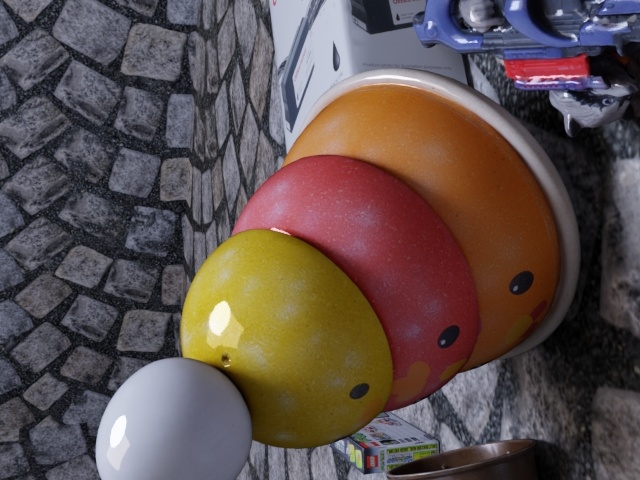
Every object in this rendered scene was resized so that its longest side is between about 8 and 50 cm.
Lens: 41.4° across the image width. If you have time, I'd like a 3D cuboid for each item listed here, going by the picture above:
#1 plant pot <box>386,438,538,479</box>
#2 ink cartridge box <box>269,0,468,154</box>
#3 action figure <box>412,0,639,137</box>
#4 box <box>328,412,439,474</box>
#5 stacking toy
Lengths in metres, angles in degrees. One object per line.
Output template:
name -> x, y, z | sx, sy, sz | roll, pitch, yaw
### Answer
plant pot -> 0.169, 0.313, 0.908 | 0.167, 0.167, 0.165 | 144, 115, -68
ink cartridge box -> 0.054, -0.250, 1.167 | 0.285, 0.166, 0.394 | 133, 132, -64
action figure -> 0.251, -0.245, 0.685 | 0.341, 0.179, 0.330 | 20, 121, 41
box -> 0.077, 0.288, 1.235 | 0.207, 0.114, 0.036 | -173, 81, -72
stacking toy -> -0.009, 0.079, 0.789 | 0.351, 0.480, 0.350 | 26, 136, 28
